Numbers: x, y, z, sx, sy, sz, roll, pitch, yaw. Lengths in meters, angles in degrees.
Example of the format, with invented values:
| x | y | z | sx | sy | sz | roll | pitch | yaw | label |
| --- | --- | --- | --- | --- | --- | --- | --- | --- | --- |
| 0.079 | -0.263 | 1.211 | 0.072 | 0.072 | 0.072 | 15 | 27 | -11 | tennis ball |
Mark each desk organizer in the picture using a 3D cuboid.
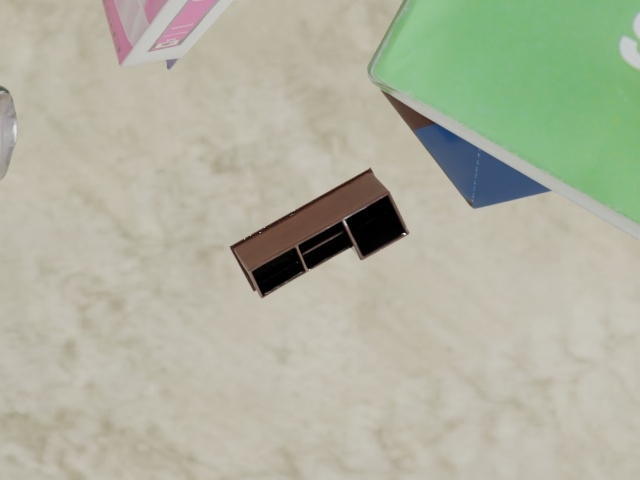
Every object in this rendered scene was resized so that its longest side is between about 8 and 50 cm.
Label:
| x | y | z | sx | sy | sz | roll | pitch | yaw | label |
| --- | --- | --- | --- | --- | --- | --- | --- | --- | --- |
| 0.000 | 0.000 | 1.279 | 0.130 | 0.050 | 0.047 | -29 | 117 | -5 | desk organizer |

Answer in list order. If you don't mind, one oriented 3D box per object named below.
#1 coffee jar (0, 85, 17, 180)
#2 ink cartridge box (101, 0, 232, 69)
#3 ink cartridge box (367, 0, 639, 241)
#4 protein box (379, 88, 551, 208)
| x | y | z | sx | sy | sz | roll | pitch | yaw | label |
| --- | --- | --- | --- | --- | --- | --- | --- | --- | --- |
| -0.315 | -0.084 | 1.147 | 0.096 | 0.184 | 0.079 | -41 | 141 | -64 | coffee jar |
| -0.124 | -0.230 | 1.151 | 0.069 | 0.371 | 0.176 | -15 | 90 | -13 | ink cartridge box |
| 0.149 | -0.131 | 0.387 | 0.289 | 0.121 | 0.211 | -61 | 167 | 10 | ink cartridge box |
| 0.197 | -0.153 | 1.289 | 0.136 | 0.199 | 0.201 | 50 | 55 | -20 | protein box |
